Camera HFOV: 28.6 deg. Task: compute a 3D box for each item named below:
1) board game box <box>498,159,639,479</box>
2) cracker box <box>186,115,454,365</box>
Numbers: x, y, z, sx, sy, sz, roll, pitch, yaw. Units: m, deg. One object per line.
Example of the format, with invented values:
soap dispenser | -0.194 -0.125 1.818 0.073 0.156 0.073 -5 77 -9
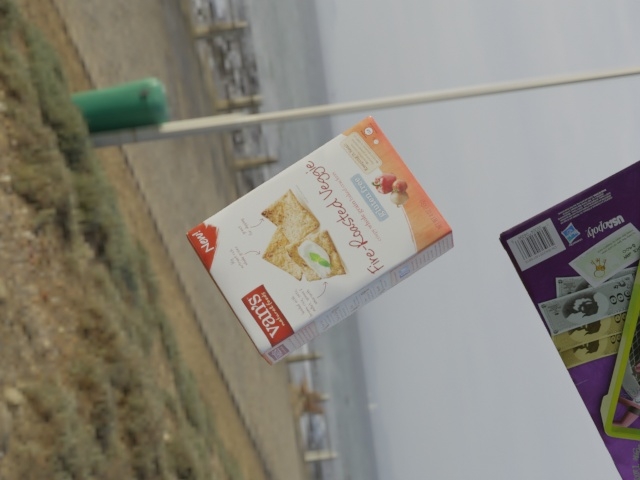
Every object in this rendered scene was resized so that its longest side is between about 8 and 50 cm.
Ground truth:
board game box | 0.317 0.009 0.837 0.056 0.347 0.208 0 64 -64
cracker box | 0.000 0.000 1.300 0.155 0.232 0.067 56 -3 18
